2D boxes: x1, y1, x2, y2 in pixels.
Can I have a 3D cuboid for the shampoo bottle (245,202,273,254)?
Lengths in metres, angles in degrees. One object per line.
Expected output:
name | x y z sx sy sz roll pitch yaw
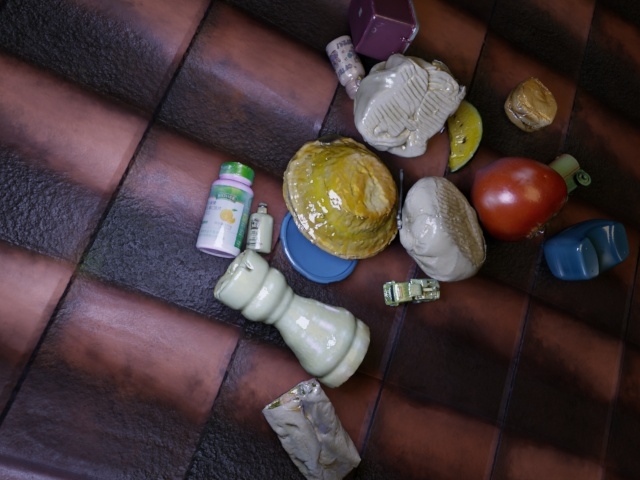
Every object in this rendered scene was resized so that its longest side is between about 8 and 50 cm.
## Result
shampoo bottle | -0.186 -0.039 1.460 0.079 0.079 0.162 8 79 -18

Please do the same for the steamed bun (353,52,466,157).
steamed bun | 0.280 -0.471 1.619 0.394 0.237 0.347 -18 125 -8

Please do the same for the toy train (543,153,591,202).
toy train | 0.945 -0.235 1.882 0.285 0.116 0.177 -32 81 -20

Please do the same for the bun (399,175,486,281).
bun | 0.391 -0.027 1.571 0.359 0.211 0.360 27 52 -40

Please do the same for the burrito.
burrito | -0.005 0.587 1.396 0.190 0.135 0.332 -34 97 -28

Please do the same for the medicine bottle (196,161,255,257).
medicine bottle | -0.277 -0.093 1.410 0.133 0.133 0.274 16 75 -16

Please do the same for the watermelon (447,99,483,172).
watermelon | 0.545 -0.402 1.776 0.129 0.123 0.301 0 78 2

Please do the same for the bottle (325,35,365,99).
bottle | 0.104 -0.600 1.639 0.097 0.110 0.209 -24 89 -17

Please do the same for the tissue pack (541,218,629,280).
tissue pack | 1.011 0.035 1.812 0.287 0.206 0.198 -23 98 -20

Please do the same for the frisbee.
frisbee | -0.002 0.002 1.528 0.289 0.049 0.289 9 68 -24

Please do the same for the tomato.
tomato | 0.686 -0.154 1.669 0.321 0.321 0.321 3 80 -19

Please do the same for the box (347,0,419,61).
box | 0.207 -0.766 1.618 0.167 0.193 0.294 8 57 -22

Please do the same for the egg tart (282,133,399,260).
egg tart | 0.096 -0.155 1.503 0.443 0.178 0.443 9 68 -25

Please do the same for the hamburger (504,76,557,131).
hamburger | 0.852 -0.542 1.894 0.213 0.108 0.214 4 80 -20

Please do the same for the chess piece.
chess piece | -0.083 0.213 1.351 0.442 0.234 0.234 39 71 -16

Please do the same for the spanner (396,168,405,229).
spanner | 0.260 -0.136 1.512 0.015 0.054 0.254 -3 47 16

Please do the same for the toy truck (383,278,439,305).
toy truck | 0.319 0.171 1.584 0.191 0.116 0.085 -3 81 -20
